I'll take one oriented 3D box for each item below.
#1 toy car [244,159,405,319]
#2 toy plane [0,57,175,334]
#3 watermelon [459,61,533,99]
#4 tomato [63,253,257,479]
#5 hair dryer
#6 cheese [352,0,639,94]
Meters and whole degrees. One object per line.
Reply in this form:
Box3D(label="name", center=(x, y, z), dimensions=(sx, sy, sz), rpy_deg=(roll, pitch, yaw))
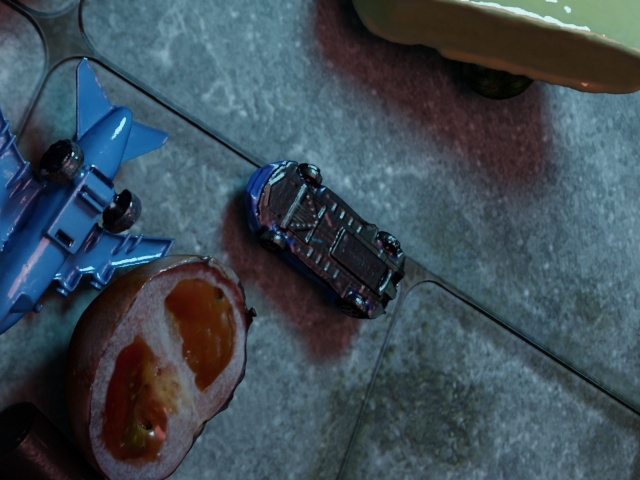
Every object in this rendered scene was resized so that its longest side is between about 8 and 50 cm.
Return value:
Box3D(label="toy car", center=(0.000, 0.000, 1.460), dimensions=(0.216, 0.063, 0.103), rpy_deg=(39, 65, -24))
Box3D(label="toy plane", center=(-0.239, -0.022, 1.247), dimensions=(0.254, 0.105, 0.271), rpy_deg=(43, 59, -37))
Box3D(label="watermelon", center=(0.210, -0.219, 1.615), dimensions=(0.109, 0.109, 0.109), rpy_deg=(2, 87, -39))
Box3D(label="tomato", center=(-0.171, 0.105, 1.273), dimensions=(0.228, 0.112, 0.199), rpy_deg=(-48, 139, -36))
Box3D(label="hair dryer", center=(-0.301, 0.271, 1.210), dimensions=(0.248, 0.070, 0.114), rpy_deg=(-51, 118, -23))
Box3D(label="cheese", center=(0.255, -0.304, 1.552), dimensions=(0.383, 0.104, 0.384), rpy_deg=(8, 64, -16))
